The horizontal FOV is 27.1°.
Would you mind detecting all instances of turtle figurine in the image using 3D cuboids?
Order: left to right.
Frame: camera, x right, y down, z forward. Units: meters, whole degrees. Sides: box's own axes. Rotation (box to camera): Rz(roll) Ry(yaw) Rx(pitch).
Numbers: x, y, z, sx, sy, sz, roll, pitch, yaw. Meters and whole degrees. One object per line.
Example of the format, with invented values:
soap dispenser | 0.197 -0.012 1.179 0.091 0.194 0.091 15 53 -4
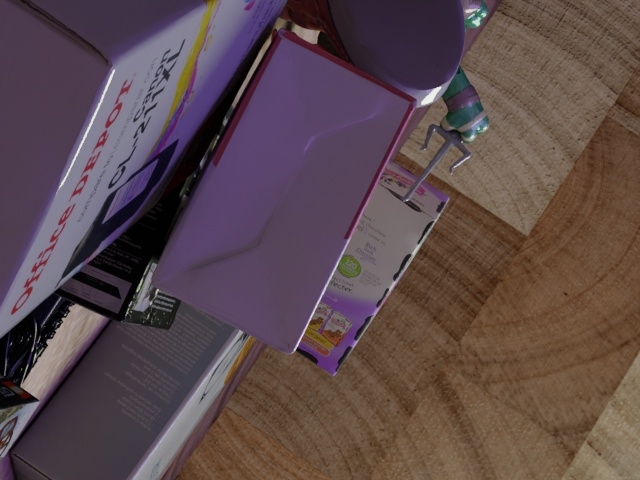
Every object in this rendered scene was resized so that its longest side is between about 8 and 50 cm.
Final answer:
turtle figurine | 0.044 -0.127 0.974 0.234 0.175 0.118 -64 165 -51

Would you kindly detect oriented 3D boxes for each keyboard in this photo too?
keyboard | -0.181 0.094 0.774 0.192 0.038 0.100 -57 176 3

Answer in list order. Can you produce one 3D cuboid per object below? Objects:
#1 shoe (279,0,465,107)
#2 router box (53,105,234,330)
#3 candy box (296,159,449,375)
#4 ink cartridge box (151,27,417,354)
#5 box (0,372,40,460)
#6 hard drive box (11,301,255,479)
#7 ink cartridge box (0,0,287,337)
shoe | 0.013 -0.121 0.643 0.063 0.178 0.081 -2 149 -26
router box | -0.091 -0.018 0.766 0.179 0.046 0.133 80 34 -84
candy box | 0.000 0.000 1.251 0.196 0.165 0.070 -58 176 26
ink cartridge box | -0.023 -0.021 0.613 0.115 0.067 0.198 -63 -174 -1
box | -0.217 0.133 0.602 0.159 0.044 0.233 -57 176 -1
hard drive box | -0.144 0.124 1.083 0.232 0.089 0.181 -54 175 -22
ink cartridge box | -0.084 -0.057 0.471 0.127 0.072 0.175 -58 176 32
